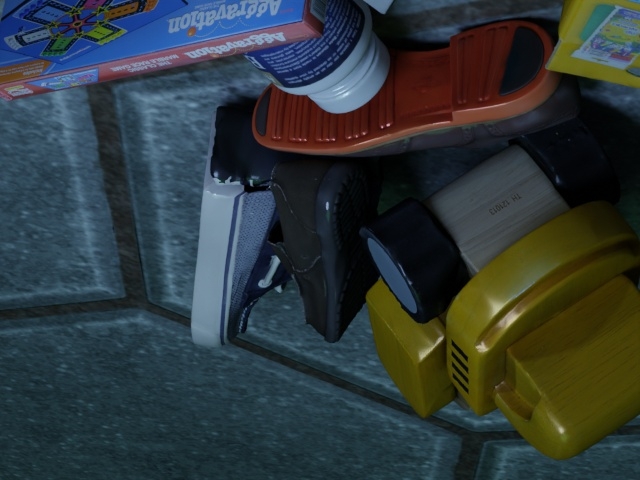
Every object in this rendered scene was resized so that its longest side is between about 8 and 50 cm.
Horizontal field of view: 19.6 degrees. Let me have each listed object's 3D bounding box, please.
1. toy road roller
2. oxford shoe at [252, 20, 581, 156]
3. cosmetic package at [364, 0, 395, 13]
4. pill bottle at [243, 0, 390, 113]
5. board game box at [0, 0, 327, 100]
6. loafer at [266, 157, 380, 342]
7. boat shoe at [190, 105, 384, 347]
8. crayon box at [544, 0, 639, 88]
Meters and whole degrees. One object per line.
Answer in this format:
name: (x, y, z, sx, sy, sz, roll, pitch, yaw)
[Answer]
toy road roller: (0.179, 0.074, 1.524, 0.202, 0.240, 0.329, -32, 157, -9)
oxford shoe: (0.074, -0.099, 1.460, 0.271, 0.097, 0.098, -4, 155, 29)
cosmetic package: (0.048, -0.254, 1.116, 0.127, 0.107, 0.238, 36, 155, -4)
pill bottle: (-0.020, -0.166, 1.362, 0.094, 0.094, 0.169, -8, 147, 34)
board game box: (-0.112, -0.187, 1.301, 0.281, 0.145, 0.027, -7, 153, 33)
loafer: (0.000, 0.000, 1.526, 0.078, 0.080, 0.220, 24, 146, 20)
boat shoe: (-0.031, 0.007, 1.671, 0.158, 0.127, 0.340, 7, 153, -3)
crayon box: (0.274, -0.183, 1.183, 0.203, 0.083, 0.323, 12, 163, -1)
